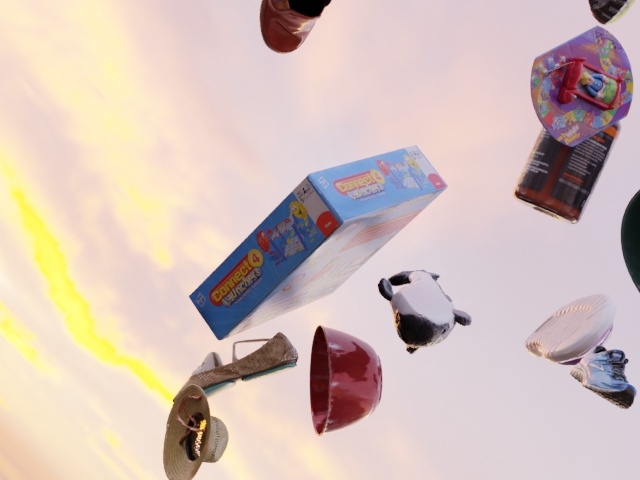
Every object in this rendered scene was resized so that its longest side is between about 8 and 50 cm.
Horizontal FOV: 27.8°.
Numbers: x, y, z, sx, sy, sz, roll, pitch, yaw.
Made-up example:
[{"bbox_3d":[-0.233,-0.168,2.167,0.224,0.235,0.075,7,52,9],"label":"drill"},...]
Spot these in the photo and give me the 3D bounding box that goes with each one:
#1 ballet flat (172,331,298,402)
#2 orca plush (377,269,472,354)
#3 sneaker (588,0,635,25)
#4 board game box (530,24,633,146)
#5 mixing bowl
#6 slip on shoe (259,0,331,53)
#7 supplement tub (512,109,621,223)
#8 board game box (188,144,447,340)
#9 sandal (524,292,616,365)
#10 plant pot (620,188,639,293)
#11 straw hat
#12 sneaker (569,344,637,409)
[{"bbox_3d":[-0.136,0.194,1.985,0.073,0.206,0.067,62,8,-76],"label":"ballet flat"},{"bbox_3d":[0.139,0.121,2.018,0.151,0.102,0.287,18,14,-16],"label":"orca plush"},{"bbox_3d":[0.494,-0.425,2.006,0.094,0.208,0.081,-2,38,-42],"label":"sneaker"},{"bbox_3d":[0.360,-0.205,1.724,0.033,0.169,0.133,9,-56,65],"label":"board game box"},{"bbox_3d":[0.044,0.226,2.095,0.181,0.098,0.181,-179,-90,-80],"label":"mixing bowl"},{"bbox_3d":[-0.041,-0.461,2.510,0.123,0.101,0.331,5,-29,-18],"label":"slip on shoe"},{"bbox_3d":[0.354,-0.129,1.813,0.106,0.197,0.106,25,2,-1],"label":"supplement tub"},{"bbox_3d":[0.000,0.000,1.945,0.302,0.308,0.086,-44,-104,32],"label":"board game box"},{"bbox_3d":[0.501,0.187,2.482,0.102,0.169,0.416,45,-1,0],"label":"sandal"},{"bbox_3d":[0.607,-0.019,1.801,0.293,0.235,0.293,32,-38,29],"label":"plant pot"},{"bbox_3d":[-0.163,0.277,1.813,0.061,0.144,0.144,17,1,-32],"label":"straw hat"},{"bbox_3d":[0.413,0.188,1.864,0.063,0.073,0.162,30,5,-15],"label":"sneaker"}]
